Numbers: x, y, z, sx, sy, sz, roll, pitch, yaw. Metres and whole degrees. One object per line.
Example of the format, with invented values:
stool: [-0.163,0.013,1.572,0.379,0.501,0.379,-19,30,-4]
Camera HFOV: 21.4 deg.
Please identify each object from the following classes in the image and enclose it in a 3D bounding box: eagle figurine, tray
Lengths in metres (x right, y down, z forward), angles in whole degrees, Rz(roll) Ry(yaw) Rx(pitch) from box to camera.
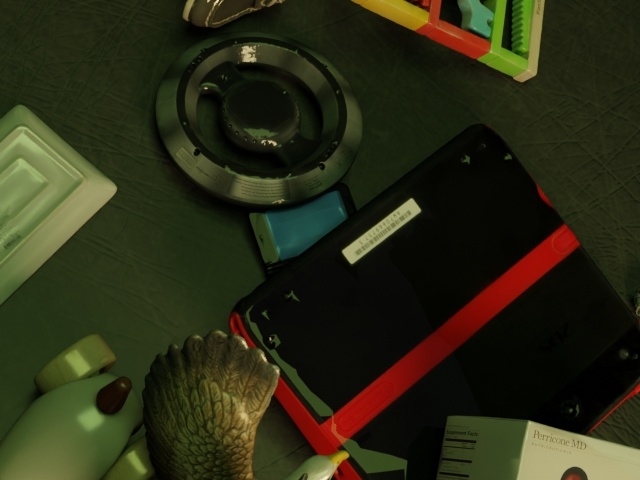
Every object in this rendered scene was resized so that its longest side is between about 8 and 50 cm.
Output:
eagle figurine: [-0.070,0.247,1.546,0.226,0.298,0.225,14,65,26]
tray: [-0.347,-0.017,1.742,0.145,0.030,0.270,41,64,3]

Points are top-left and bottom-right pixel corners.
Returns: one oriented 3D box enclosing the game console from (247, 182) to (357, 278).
game console: [0.000,0.000,1.800,0.122,0.107,0.071,-17,118,-20]

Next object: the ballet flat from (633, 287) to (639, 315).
ballet flat: [0.404,0.063,1.902,0.114,0.041,0.041,-1,68,-16]

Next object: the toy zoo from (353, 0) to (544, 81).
toy zoo: [0.136,-0.321,1.942,0.293,0.030,0.192,21,64,-27]

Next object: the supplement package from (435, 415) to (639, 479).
supplement package: [0.221,0.290,1.647,0.194,0.149,0.203,15,80,-25]

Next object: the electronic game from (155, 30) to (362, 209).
electronic game: [-0.067,-0.134,1.854,0.229,0.048,0.229,5,59,-9]

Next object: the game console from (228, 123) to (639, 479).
game console: [0.139,0.107,1.774,0.386,0.060,0.342,-37,89,-26]

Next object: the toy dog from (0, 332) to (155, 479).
toy dog: [-0.277,0.218,1.587,0.220,0.161,0.333,33,63,1]

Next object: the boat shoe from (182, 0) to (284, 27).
boat shoe: [-0.020,-0.338,1.919,0.095,0.112,0.335,38,60,8]
